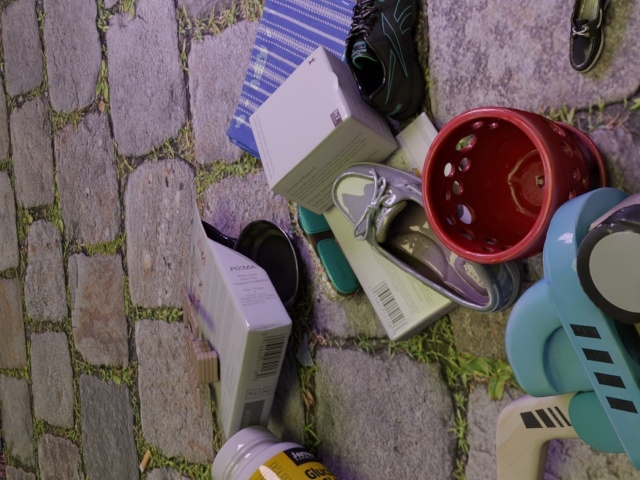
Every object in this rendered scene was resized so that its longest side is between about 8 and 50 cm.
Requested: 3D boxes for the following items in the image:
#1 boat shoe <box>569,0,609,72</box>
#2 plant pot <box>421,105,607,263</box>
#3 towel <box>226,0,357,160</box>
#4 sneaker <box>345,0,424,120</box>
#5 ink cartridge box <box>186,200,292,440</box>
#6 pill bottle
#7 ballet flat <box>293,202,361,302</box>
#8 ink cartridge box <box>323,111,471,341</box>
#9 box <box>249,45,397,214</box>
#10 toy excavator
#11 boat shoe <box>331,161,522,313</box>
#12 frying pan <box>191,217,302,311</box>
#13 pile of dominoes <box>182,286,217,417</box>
[{"bbox_3d":[0.338,-0.278,0.888,0.046,0.038,0.125,26,112,41],"label":"boat shoe"},{"bbox_3d":[0.252,-0.071,0.898,0.191,0.174,0.191,6,98,44],"label":"plant pot"},{"bbox_3d":[-0.059,-0.297,1.286,0.243,0.040,0.336,35,118,36],"label":"towel"},{"bbox_3d":[0.092,-0.322,1.086,0.101,0.106,0.267,-18,80,46],"label":"sneaker"},{"bbox_3d":[-0.182,0.149,1.402,0.385,0.091,0.308,-120,34,-45],"label":"ink cartridge box"},{"bbox_3d":[-0.042,0.482,1.238,0.334,0.188,0.188,34,117,38],"label":"pill bottle"},{"bbox_3d":[0.000,0.000,1.229,0.077,0.091,0.241,134,124,-63],"label":"ballet flat"},{"bbox_3d":[0.146,-0.020,1.093,0.239,0.060,0.275,-38,66,26],"label":"ink cartridge box"},{"bbox_3d":[-0.001,-0.175,1.126,0.182,0.119,0.181,-40,47,25],"label":"box"},{"bbox_3d":[0.322,0.172,0.835,0.445,0.222,0.433,-25,91,50],"label":"toy excavator"},{"bbox_3d":[0.134,-0.009,0.990,0.320,0.103,0.118,42,112,23],"label":"boat shoe"},{"bbox_3d":[-0.145,0.054,1.398,0.326,0.053,0.197,3,97,47],"label":"frying pan"},{"bbox_3d":[-0.250,0.224,1.445,0.251,0.040,0.196,-137,45,-67],"label":"pile of dominoes"}]
